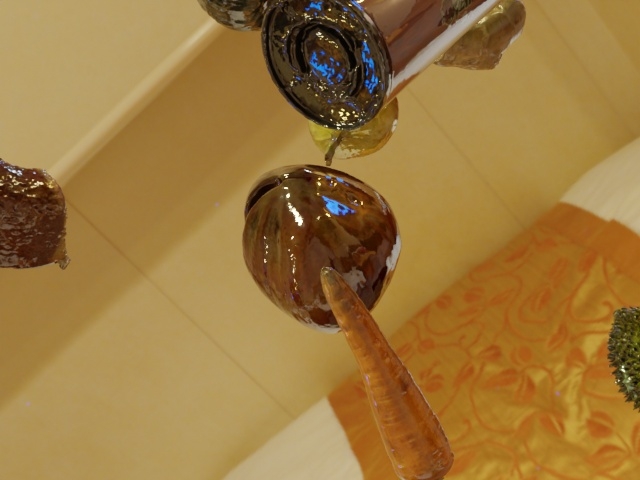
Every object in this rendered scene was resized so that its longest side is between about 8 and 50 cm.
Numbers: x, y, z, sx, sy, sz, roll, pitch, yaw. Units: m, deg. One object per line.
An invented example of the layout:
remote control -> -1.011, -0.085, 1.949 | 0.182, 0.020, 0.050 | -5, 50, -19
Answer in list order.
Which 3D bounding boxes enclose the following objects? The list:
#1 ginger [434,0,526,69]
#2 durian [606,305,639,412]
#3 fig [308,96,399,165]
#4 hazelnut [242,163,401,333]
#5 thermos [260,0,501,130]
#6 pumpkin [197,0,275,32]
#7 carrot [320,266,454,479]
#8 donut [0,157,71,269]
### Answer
ginger -> 0.238, -0.307, 1.063 | 0.190, 0.095, 0.069 | -43, -25, -21
durian -> 0.507, 0.209, 1.098 | 0.095, 0.221, 0.137 | -16, -8, -24
fig -> 0.038, -0.185, 1.185 | 0.159, 0.159, 0.257 | -34, 18, 29
hazelnut -> 0.000, 0.000, 0.968 | 0.217, 0.217, 0.252 | -38, 38, 18
thermos -> 0.085, -0.231, 0.607 | 0.330, 0.136, 0.109 | -45, -1, -35
pumpkin -> -0.072, -0.367, 0.947 | 0.211, 0.152, 0.211 | -26, -3, -2
carrot -> 0.061, 0.134, 0.694 | 0.061, 0.257, 0.061 | -26, 8, 4
donut -> -0.402, -0.046, 0.880 | 0.144, 0.187, 0.126 | -26, -21, -45
